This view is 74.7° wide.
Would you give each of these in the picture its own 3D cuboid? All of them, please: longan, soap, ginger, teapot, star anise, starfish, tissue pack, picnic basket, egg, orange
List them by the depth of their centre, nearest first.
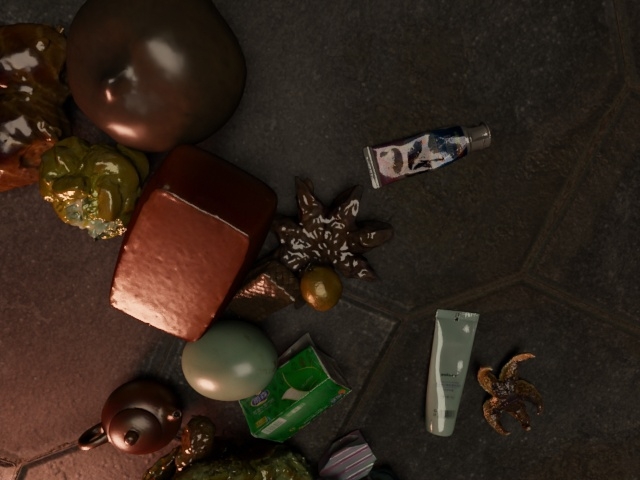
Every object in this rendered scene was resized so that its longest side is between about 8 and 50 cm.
[{"bbox_3d":[-0.285,-0.300,0.739,0.298,0.297,0.297,-1,102,-5],"label":"longan"},{"bbox_3d":[-0.608,-0.245,0.780,0.275,0.152,0.357,14,99,-8],"label":"ginger"},{"bbox_3d":[0.000,0.092,0.837,0.085,0.085,0.095,-29,110,1],"label":"orange"},{"bbox_3d":[-0.128,0.118,0.901,0.110,0.054,0.193,45,134,-13],"label":"picnic basket"},{"bbox_3d":[-0.194,0.256,0.903,0.231,0.168,0.167,-8,105,32],"label":"egg"},{"bbox_3d":[0.006,0.018,0.915,0.316,0.108,0.315,-1,102,-4],"label":"star anise"},{"bbox_3d":[-0.429,0.417,0.948,0.252,0.135,0.178,-20,99,-2],"label":"teapot"},{"bbox_3d":[-0.065,0.333,0.969,0.209,0.156,0.148,-39,139,2],"label":"tissue pack"},{"bbox_3d":[0.067,0.555,1.061,0.149,0.056,0.100,-32,103,3],"label":"soap"},{"bbox_3d":[0.477,0.377,1.061,0.238,0.071,0.216,33,92,-21],"label":"starfish"}]

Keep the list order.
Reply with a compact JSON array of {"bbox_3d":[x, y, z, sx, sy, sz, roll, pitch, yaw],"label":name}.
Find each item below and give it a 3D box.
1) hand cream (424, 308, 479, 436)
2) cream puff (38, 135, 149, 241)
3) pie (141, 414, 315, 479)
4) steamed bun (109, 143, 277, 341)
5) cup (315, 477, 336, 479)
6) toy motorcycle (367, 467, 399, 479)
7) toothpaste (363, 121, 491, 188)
[{"bbox_3d":[0.318,0.331,1.042,0.110,0.067,0.320,7,97,-5],"label":"hand cream"},{"bbox_3d":[-0.431,-0.113,0.799,0.195,0.221,0.194,13,68,-34],"label":"cream puff"},{"bbox_3d":[-0.224,0.640,0.989,0.418,0.180,0.395,37,97,-24],"label":"pie"},{"bbox_3d":[-0.239,-0.002,0.812,0.235,0.248,0.379,28,122,-10],"label":"steamed bun"},{"bbox_3d":[0.026,0.636,1.001,0.104,0.074,0.116,13,84,-28],"label":"cup"},{"bbox_3d":[0.125,0.713,1.043,0.260,0.206,0.154,-40,142,4],"label":"toy motorcycle"},{"bbox_3d":[0.233,-0.195,0.924,0.266,0.061,0.096,-16,104,5],"label":"toothpaste"}]
